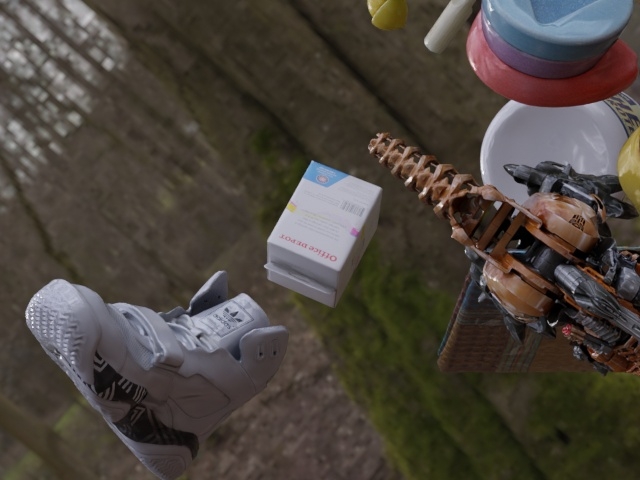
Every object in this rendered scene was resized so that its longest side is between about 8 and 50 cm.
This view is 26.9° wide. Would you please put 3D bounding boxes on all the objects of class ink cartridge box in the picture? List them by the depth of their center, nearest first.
[{"bbox_3d":[0.000,0.000,1.548,0.090,0.092,0.143,94,-158,-59],"label":"ink cartridge box"}]

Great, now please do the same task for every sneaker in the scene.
[{"bbox_3d":[-0.163,0.104,1.423,0.210,0.137,0.366,-42,-32,-13],"label":"sneaker"}]

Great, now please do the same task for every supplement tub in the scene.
[{"bbox_3d":[0.411,-0.134,2.155,0.235,0.235,0.325,-46,-13,23],"label":"supplement tub"}]

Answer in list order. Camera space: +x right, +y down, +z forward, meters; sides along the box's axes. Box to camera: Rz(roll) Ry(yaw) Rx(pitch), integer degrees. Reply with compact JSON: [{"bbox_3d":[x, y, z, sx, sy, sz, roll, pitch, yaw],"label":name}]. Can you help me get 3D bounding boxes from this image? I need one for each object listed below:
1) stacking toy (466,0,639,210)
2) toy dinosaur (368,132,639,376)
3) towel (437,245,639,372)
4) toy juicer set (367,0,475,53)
[{"bbox_3d":[0.304,-0.187,1.162,0.279,0.309,0.130,-38,-24,-30],"label":"stacking toy"},{"bbox_3d":[0.191,0.008,1.061,0.164,0.322,0.218,-35,3,9],"label":"toy dinosaur"},{"bbox_3d":[0.314,0.068,1.313,0.271,0.370,0.040,98,171,-62],"label":"towel"},{"bbox_3d":[0.107,-0.347,1.661,0.329,0.089,0.209,59,135,49],"label":"toy juicer set"}]
